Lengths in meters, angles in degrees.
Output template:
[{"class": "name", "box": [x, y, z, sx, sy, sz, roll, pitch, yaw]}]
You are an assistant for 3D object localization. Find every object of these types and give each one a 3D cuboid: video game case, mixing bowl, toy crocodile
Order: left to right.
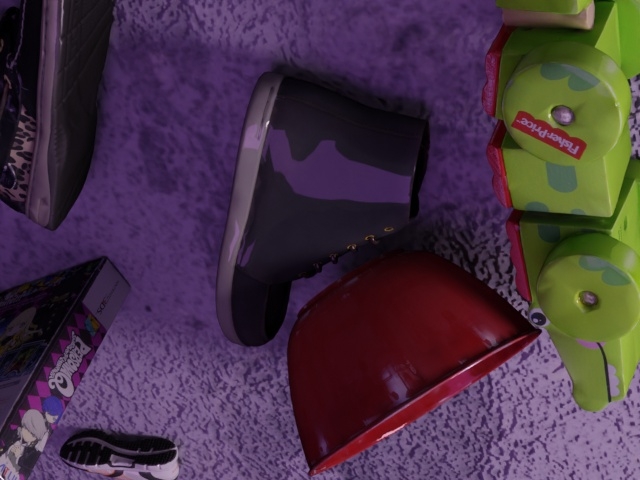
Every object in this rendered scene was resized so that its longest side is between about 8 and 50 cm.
[{"class": "video game case", "box": [-0.273, 0.120, 1.063, 0.232, 0.210, 0.042, -18, 122, 32]}, {"class": "mixing bowl", "box": [0.046, 0.069, 0.948, 0.181, 0.181, 0.098, -43, 74, 42]}, {"class": "toy crocodile", "box": [0.144, -0.045, 0.826, 0.105, 0.115, 0.341, 4, 130, 26]}]

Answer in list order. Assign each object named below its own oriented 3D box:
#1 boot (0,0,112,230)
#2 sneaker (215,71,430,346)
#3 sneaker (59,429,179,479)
[{"class": "boot", "box": [-0.234, -0.122, 0.918, 0.178, 0.085, 0.236, 20, 135, 5]}, {"class": "sneaker", "box": [0.000, 0.000, 0.940, 0.118, 0.083, 0.222, 15, 133, 6]}, {"class": "sneaker", "box": [-0.171, 0.191, 1.207, 0.109, 0.040, 0.044, 6, 134, 16]}]
